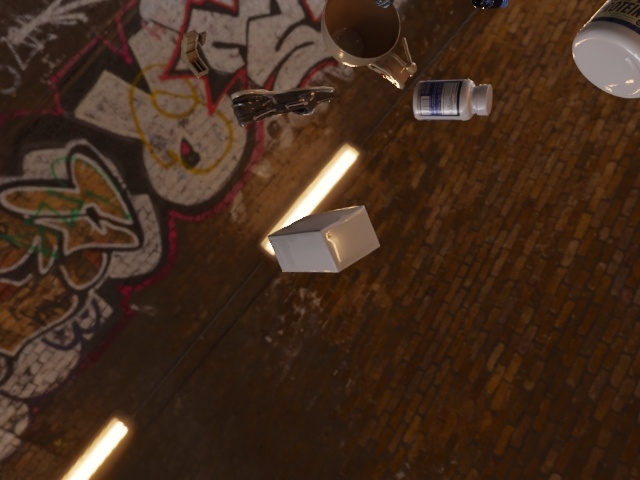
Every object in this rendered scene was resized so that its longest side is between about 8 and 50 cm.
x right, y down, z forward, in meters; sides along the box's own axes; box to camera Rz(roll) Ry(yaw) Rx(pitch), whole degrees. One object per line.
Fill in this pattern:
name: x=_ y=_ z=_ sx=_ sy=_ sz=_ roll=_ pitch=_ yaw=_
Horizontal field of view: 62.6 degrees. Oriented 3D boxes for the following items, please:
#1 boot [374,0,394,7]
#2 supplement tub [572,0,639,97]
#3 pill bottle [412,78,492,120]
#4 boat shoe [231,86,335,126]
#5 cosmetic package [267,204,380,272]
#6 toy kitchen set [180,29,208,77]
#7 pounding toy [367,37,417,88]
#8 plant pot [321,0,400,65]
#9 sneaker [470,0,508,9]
boot: x=0.141 y=-0.691 z=1.284 sx=0.076 sy=0.189 sz=0.208 roll=-7 pitch=-128 yaw=37
supplement tub: x=0.826 y=-0.546 z=1.308 sx=0.325 sy=0.235 sz=0.235 roll=-48 pitch=-153 yaw=0
pill bottle: x=0.312 y=-0.331 z=1.243 sx=0.169 sy=0.094 sz=0.094 roll=7 pitch=-124 yaw=27
boat shoe: x=-0.101 y=-0.389 z=1.533 sx=0.335 sy=0.095 sz=0.112 roll=-13 pitch=-172 yaw=-31
cosmetic package: x=0.000 y=0.000 z=1.772 sx=0.197 sy=0.155 sz=0.366 roll=-29 pitch=-166 yaw=-28
toy kitchen set: x=-0.293 y=-0.466 z=1.299 sx=0.068 sy=0.075 sz=0.083 roll=-35 pitch=174 yaw=-27
pounding toy: x=0.318 y=-0.738 z=2.176 sx=0.155 sy=0.154 sz=0.269 roll=-53 pitch=-127 yaw=9
plant pot: x=0.124 y=-0.757 z=1.927 sx=0.284 sy=0.284 sz=0.191 roll=-56 pitch=-172 yaw=-14
sneaker: x=0.522 y=-0.799 z=1.702 sx=0.091 sy=0.081 sz=0.232 roll=-3 pitch=-149 yaw=-6
